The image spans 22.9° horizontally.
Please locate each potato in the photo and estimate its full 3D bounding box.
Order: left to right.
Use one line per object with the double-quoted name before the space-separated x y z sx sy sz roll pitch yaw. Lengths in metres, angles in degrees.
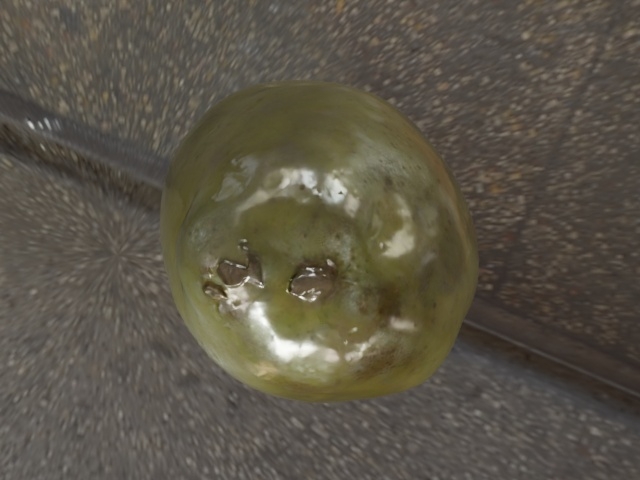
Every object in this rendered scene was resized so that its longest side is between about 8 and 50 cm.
"potato" 0.000 0.000 1.215 0.243 0.326 0.221 36 106 -22
